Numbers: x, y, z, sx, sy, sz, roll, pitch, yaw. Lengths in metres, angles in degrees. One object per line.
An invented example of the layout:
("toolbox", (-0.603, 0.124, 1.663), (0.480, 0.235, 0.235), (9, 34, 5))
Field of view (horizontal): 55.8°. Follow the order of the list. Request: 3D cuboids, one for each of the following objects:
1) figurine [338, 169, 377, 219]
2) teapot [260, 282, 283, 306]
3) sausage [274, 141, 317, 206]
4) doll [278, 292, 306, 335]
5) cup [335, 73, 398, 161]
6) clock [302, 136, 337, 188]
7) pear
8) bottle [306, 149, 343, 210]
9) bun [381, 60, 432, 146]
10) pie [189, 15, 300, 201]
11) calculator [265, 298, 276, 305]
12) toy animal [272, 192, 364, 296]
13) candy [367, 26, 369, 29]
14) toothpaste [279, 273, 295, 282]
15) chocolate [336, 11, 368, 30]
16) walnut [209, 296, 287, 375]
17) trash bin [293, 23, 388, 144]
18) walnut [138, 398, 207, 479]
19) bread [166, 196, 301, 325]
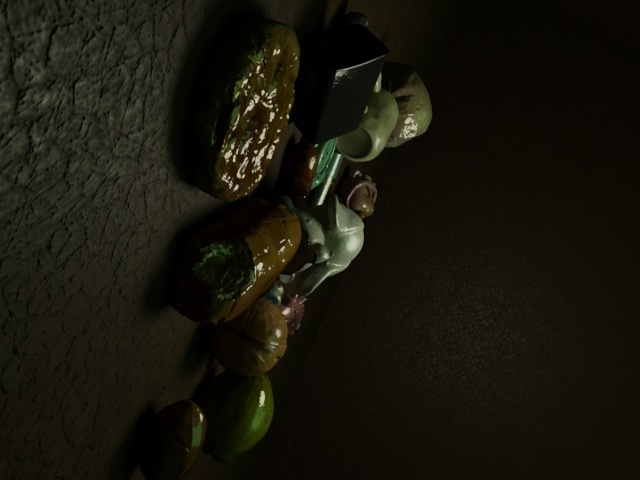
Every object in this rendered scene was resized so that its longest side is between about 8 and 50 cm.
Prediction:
("figurine", (0.118, -0.118, 2.315), (0.287, 0.186, 0.176), (-50, 144, -2))
("teapot", (-0.152, 0.171, 1.856), (0.083, 0.064, 0.064), (-35, -163, 31))
("sausage", (-0.077, -0.106, 1.535), (0.103, 0.076, 0.302), (-33, 145, -73))
("doll", (-0.134, 0.266, 2.012), (0.262, 0.093, 0.211), (-1, 120, -61))
("cup", (0.148, -0.371, 1.785), (0.255, 0.173, 0.202), (-54, -177, 45))
("clock", (-0.007, -0.246, 1.623), (0.159, 0.065, 0.211), (-48, 158, -65))
("pear", (-0.232, 0.462, 1.633), (0.269, 0.212, 0.212), (-59, 170, -5))
("bottle", (-0.018, -0.133, 1.775), (0.082, 0.082, 0.286), (-17, 130, -77))
("bun", (0.230, -0.434, 2.022), (0.204, 0.281, 0.282), (-35, 158, -21))
("pie", (-0.122, -0.219, 1.035), (0.339, 0.083, 0.340), (22, 90, -83))
("calculator", (-0.203, 0.296, 1.812), (0.173, 0.051, 0.293), (-42, 155, -47))
("toy animal", (-0.004, -0.009, 1.473), (0.289, 0.174, 0.249), (-36, 145, -38))
("candy", (0.074, -0.461, 1.572), (0.194, 0.062, 0.097), (95, 19, -61))
("toothpaste", (-0.100, 0.106, 2.025), (0.071, 0.045, 0.193), (-60, 178, 11))
("chocolate", (0.059, -0.476, 1.426), (0.167, 0.072, 0.072), (-61, 169, -24))
("walnut", (-0.170, 0.236, 1.493), (0.195, 0.195, 0.222), (-65, 162, -9))
("trash bin", (0.034, -0.344, 1.355), (0.165, 0.115, 0.226), (-26, 154, -28))
("walnut", (-0.323, 0.444, 1.316), (0.245, 0.137, 0.137), (-63, 173, 26))
("bread", (-0.156, 0.040, 1.225), (0.344, 0.148, 0.195), (-47, 157, -62))
